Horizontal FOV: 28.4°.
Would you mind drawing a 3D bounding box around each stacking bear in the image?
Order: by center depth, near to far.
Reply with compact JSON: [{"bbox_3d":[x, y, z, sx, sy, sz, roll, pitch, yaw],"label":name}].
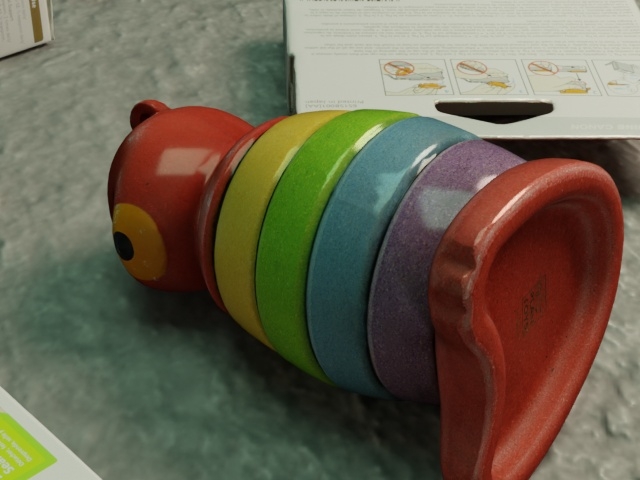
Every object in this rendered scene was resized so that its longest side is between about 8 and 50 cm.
[{"bbox_3d":[0.000,0.000,0.695,0.289,0.175,0.164,18,42,33],"label":"stacking bear"}]

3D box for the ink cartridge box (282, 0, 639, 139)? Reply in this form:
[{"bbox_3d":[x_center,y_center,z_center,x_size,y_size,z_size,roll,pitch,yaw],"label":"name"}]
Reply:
[{"bbox_3d":[0.112,-0.116,0.922,0.275,0.060,0.239,0,38,-3],"label":"ink cartridge box"}]

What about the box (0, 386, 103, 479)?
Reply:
[{"bbox_3d":[-0.154,0.143,0.534,0.114,0.103,0.203,-30,47,-35],"label":"box"}]

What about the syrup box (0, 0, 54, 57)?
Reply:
[{"bbox_3d":[-0.331,-0.174,0.957,0.237,0.096,0.093,-26,44,-30],"label":"syrup box"}]
